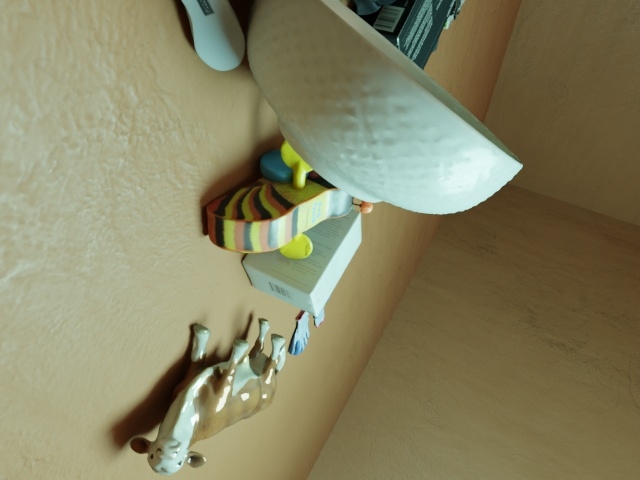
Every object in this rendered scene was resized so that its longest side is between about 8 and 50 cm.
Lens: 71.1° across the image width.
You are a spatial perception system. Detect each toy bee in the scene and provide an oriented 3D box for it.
[{"bbox_3d":[-0.011,-0.075,0.641,0.298,0.162,0.195,-57,157,-26],"label":"toy bee"}]

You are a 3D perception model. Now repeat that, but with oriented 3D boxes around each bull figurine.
[{"bbox_3d":[-0.153,0.229,0.701,0.188,0.101,0.310,-70,161,3],"label":"bull figurine"}]

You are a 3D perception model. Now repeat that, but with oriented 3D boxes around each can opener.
[{"bbox_3d":[0.043,-0.361,0.616,0.186,0.073,0.059,-13,84,-52],"label":"can opener"}]

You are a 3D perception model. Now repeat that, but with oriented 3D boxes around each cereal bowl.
[{"bbox_3d":[0.054,-0.149,0.520,0.141,0.339,0.339,-48,170,26],"label":"cereal bowl"}]

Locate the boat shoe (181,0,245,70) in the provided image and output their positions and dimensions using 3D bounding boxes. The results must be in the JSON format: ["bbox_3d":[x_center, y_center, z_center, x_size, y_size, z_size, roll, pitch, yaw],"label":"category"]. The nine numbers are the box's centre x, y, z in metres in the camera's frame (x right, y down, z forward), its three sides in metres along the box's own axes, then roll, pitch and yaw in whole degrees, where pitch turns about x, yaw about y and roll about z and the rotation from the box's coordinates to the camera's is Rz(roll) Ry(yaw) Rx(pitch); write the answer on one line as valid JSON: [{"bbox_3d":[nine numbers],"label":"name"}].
[{"bbox_3d":[-0.103,-0.217,0.407,0.142,0.049,0.040,75,3,-68],"label":"boat shoe"}]

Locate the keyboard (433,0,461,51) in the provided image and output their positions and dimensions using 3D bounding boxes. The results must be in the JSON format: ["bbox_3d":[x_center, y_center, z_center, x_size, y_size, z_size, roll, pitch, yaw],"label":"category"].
[{"bbox_3d":[0.270,-0.566,0.966,0.202,0.033,0.317,-38,149,-32],"label":"keyboard"}]

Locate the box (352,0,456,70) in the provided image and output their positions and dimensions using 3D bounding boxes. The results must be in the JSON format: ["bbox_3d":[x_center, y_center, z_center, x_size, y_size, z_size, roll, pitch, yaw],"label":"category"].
[{"bbox_3d":[0.153,-0.406,0.785,0.261,0.103,0.184,-64,158,-9],"label":"box"}]

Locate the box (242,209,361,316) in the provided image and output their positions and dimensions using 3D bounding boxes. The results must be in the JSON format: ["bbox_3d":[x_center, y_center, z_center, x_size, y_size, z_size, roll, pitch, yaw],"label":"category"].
[{"bbox_3d":[-0.024,0.017,0.755,0.170,0.130,0.091,-57,158,-26],"label":"box"}]

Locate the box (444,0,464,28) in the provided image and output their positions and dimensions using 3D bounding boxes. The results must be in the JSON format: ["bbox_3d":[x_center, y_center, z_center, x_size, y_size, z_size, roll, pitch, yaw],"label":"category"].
[{"bbox_3d":[0.350,-0.650,1.131,0.206,0.036,0.114,-59,159,-22],"label":"box"}]

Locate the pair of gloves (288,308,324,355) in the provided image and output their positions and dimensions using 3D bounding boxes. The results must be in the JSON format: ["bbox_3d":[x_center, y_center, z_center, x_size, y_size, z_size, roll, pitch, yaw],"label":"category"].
[{"bbox_3d":[-0.022,0.203,1.143,0.198,0.023,0.159,-50,155,-42],"label":"pair of gloves"}]
